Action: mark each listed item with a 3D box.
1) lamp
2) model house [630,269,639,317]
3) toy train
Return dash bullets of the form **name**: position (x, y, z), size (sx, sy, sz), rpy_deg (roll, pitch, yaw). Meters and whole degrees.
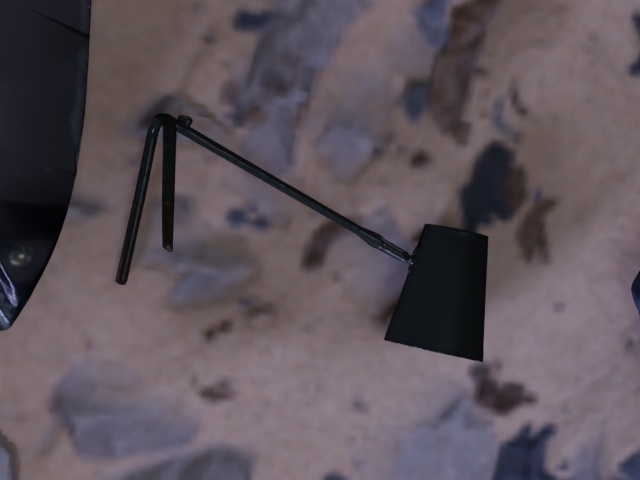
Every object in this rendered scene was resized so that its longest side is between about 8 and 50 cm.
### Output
- **lamp**: position (0.001, 0.000, 0.566), size (0.121, 0.041, 0.054), rpy_deg (13, 88, -22)
- **model house**: position (0.312, 0.076, 0.574), size (0.360, 0.297, 0.339), rpy_deg (-16, 73, -13)
- **toy train**: position (-0.092, -0.099, 0.512), size (0.055, 0.048, 0.252), rpy_deg (-1, 106, -22)
